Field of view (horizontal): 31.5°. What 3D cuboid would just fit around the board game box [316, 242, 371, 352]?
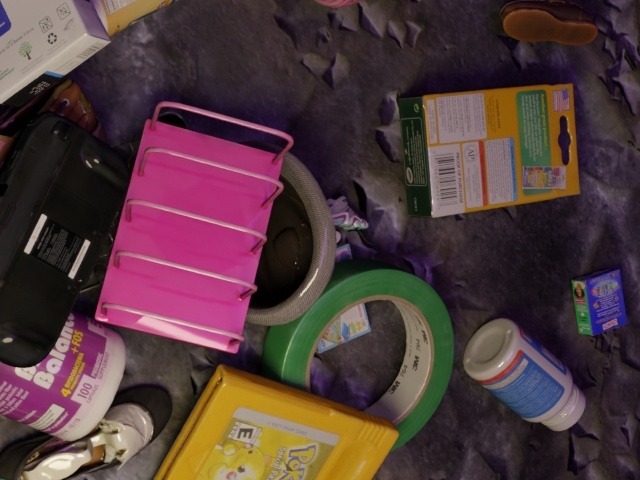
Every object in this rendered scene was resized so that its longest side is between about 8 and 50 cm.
[{"bbox_3d":[0.017,0.093,1.845,0.103,0.026,0.154,-20,103,-27],"label":"board game box"}]

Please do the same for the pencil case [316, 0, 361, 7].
[{"bbox_3d":[0.146,-0.493,1.807,0.386,0.160,0.167,-22,99,-26],"label":"pencil case"}]

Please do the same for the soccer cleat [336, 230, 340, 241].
[{"bbox_3d":[0.000,0.000,1.824,0.083,0.035,0.029,-7,96,-29],"label":"soccer cleat"}]

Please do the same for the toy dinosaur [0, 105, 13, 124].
[{"bbox_3d":[-0.463,-0.152,1.543,0.183,0.053,0.093,4,92,-30],"label":"toy dinosaur"}]

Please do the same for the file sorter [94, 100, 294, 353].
[{"bbox_3d":[-0.165,-0.017,1.511,0.202,0.182,0.291,15,79,-10],"label":"file sorter"}]

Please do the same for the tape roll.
[{"bbox_3d":[0.063,0.192,1.819,0.321,0.077,0.321,-8,108,-27],"label":"tape roll"}]

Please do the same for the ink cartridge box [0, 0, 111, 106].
[{"bbox_3d":[-0.412,-0.355,1.462,0.333,0.165,0.065,63,19,9],"label":"ink cartridge box"}]

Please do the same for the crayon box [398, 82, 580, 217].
[{"bbox_3d":[0.294,-0.159,1.956,0.322,0.083,0.203,-9,97,-28],"label":"crayon box"}]

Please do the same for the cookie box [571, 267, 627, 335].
[{"bbox_3d":[0.522,0.115,2.126,0.091,0.040,0.107,-15,100,-28],"label":"cookie box"}]

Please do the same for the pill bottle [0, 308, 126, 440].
[{"bbox_3d":[-0.426,0.139,1.514,0.301,0.169,0.169,29,79,-28],"label":"pill bottle"}]

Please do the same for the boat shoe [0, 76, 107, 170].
[{"bbox_3d":[-0.433,-0.105,1.503,0.307,0.110,0.104,-41,126,-27],"label":"boat shoe"}]

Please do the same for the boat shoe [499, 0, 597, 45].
[{"bbox_3d":[0.397,-0.395,2.014,0.207,0.073,0.073,4,53,-33],"label":"boat shoe"}]

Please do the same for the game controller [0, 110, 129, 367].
[{"bbox_3d":[-0.359,-0.002,1.446,0.166,0.067,0.319,39,65,-41],"label":"game controller"}]

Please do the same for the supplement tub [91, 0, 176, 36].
[{"bbox_3d":[-0.301,-0.361,1.570,0.199,0.144,0.144,-34,109,-23],"label":"supplement tub"}]

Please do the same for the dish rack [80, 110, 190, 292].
[{"bbox_3d":[-0.290,-0.046,1.614,0.271,0.074,0.208,-22,91,-24],"label":"dish rack"}]

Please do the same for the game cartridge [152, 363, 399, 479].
[{"bbox_3d":[-0.078,0.356,1.731,0.323,0.053,0.285,22,106,-27],"label":"game cartridge"}]

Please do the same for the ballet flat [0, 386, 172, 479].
[{"bbox_3d":[-0.324,0.297,1.624,0.280,0.096,0.095,-24,104,-27],"label":"ballet flat"}]

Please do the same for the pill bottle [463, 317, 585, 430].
[{"bbox_3d":[0.365,0.243,1.997,0.221,0.124,0.124,40,74,-25],"label":"pill bottle"}]

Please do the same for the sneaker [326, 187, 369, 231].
[{"bbox_3d":[0.041,-0.052,1.845,0.098,0.038,0.069,8,73,-47],"label":"sneaker"}]

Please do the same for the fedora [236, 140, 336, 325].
[{"bbox_3d":[-0.071,-0.006,1.708,0.275,0.243,0.124,59,21,19],"label":"fedora"}]
